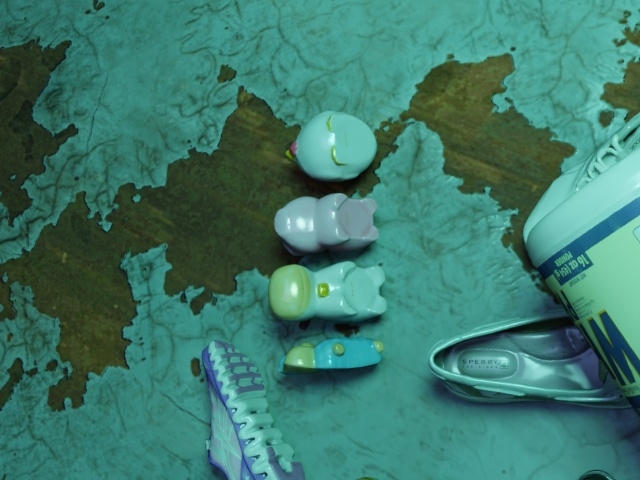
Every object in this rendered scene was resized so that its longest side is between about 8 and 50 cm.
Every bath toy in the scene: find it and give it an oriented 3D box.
[{"bbox_3d":[0.000,0.000,1.158,0.129,0.151,0.349,-22,63,56],"label":"bath toy"}]

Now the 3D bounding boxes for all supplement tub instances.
[{"bbox_3d":[0.377,0.067,0.827,0.235,0.235,0.325,-35,78,13],"label":"supplement tub"}]

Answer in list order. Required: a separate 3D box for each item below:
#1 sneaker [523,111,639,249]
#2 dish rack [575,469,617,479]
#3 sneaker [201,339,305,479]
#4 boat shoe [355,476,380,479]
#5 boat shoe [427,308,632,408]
[{"bbox_3d":[0.352,-0.087,1.011,0.297,0.129,0.111,-42,66,11],"label":"sneaker"},{"bbox_3d":[0.272,0.411,0.952,0.271,0.074,0.208,-45,61,10],"label":"dish rack"},{"bbox_3d":[-0.116,0.249,1.164,0.104,0.095,0.236,-36,66,21],"label":"sneaker"},{"bbox_3d":[0.139,0.370,0.920,0.307,0.104,0.111,43,127,6],"label":"boat shoe"},{"bbox_3d":[0.285,0.132,0.997,0.320,0.103,0.118,-5,75,21],"label":"boat shoe"}]
